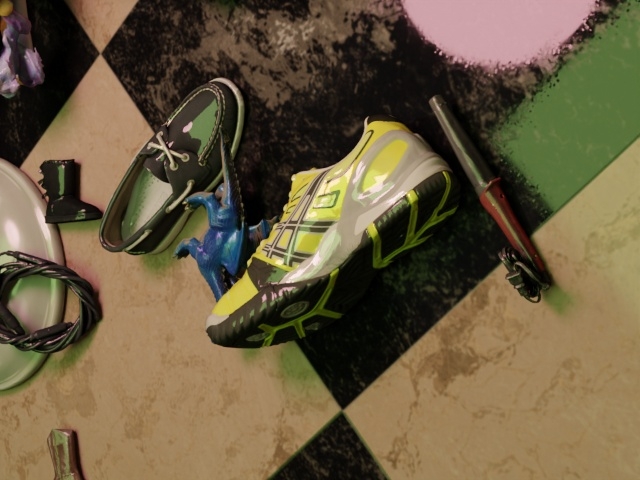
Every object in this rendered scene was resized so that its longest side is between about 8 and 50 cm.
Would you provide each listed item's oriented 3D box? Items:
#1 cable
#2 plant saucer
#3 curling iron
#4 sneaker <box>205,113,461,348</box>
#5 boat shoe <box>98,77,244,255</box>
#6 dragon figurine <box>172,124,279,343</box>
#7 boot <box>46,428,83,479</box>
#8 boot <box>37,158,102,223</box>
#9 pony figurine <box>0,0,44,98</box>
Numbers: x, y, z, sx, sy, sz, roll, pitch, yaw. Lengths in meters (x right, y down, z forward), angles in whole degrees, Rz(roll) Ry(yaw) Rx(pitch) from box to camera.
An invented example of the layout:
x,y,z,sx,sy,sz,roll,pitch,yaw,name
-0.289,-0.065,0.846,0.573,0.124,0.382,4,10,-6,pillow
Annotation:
x,y,z,sx,sy,sz,roll,pitch,yaw,name
-0.433,0.103,1.686,0.184,0.047,0.151,18,95,1,cable
-0.591,0.058,1.809,0.400,0.100,0.401,3,95,35,plant saucer
0.196,-0.054,1.267,0.035,0.068,0.274,-31,72,24,curling iron
0.000,0.000,1.374,0.384,0.145,0.147,-39,63,19,sneaker
-0.211,-0.096,1.532,0.114,0.091,0.302,42,115,26,boat shoe
-0.113,-0.005,1.471,0.144,0.085,0.289,31,114,28,dragon figurine
-0.426,0.359,1.747,0.106,0.037,0.114,-18,86,22,boot
-0.388,-0.077,1.692,0.121,0.045,0.099,-2,89,37,boot
-0.475,-0.400,1.595,0.351,0.302,0.364,-134,44,-54,pony figurine
